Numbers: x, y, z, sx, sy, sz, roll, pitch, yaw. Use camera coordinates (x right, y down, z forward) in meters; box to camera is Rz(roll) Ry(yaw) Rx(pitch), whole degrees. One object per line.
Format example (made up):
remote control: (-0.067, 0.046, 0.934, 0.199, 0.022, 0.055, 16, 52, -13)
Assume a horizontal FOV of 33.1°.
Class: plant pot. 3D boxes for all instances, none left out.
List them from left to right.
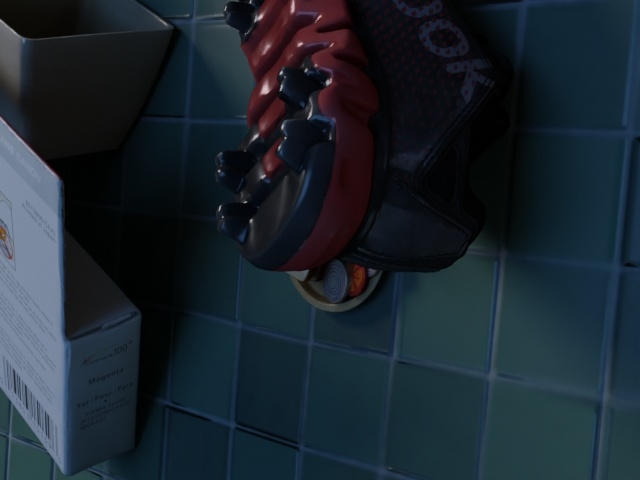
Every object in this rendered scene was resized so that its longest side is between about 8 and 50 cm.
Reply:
plant pot: (-0.177, -0.114, 0.719, 0.109, 0.109, 0.096, 38, 128, 36)

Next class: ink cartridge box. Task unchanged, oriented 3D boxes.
ink cartridge box: (-0.214, -0.017, 0.724, 0.275, 0.060, 0.239, 41, 136, 35)

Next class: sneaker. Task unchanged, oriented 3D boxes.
sneaker: (0.025, -0.097, 0.535, 0.097, 0.135, 0.276, -45, 37, 47)

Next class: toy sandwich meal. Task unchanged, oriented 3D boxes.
toy sandwich meal: (0.000, 0.000, 0.599, 0.085, 0.029, 0.086, 0, 90, 43)
